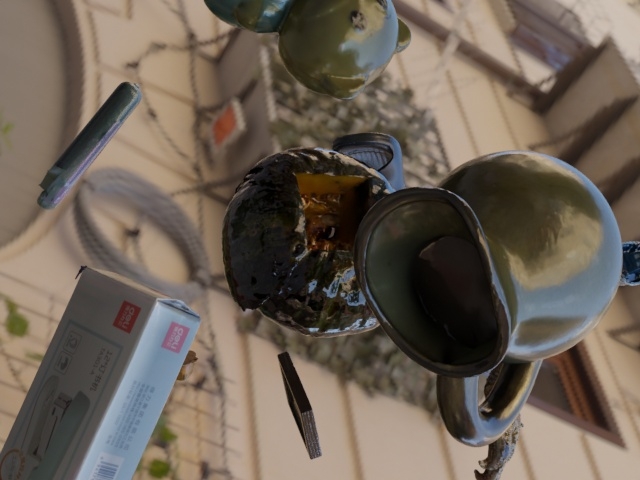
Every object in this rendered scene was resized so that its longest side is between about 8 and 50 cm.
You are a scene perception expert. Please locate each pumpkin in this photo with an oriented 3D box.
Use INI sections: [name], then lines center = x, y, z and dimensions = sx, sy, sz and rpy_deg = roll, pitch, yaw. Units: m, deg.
[pumpkin]
center = 0.000, 0.000, 1.919
dimensions = 0.192, 0.320, 0.320
rpy_deg = 122, -21, -52

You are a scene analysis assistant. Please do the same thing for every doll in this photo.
[doll]
center = -0.017, -0.302, 1.636
dimensions = 0.177, 0.261, 0.161
rpy_deg = -48, 172, -38

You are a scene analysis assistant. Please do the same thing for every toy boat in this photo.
[toy boat]
center = 0.418, 0.029, 1.660
dimensions = 0.061, 0.137, 0.060
rpy_deg = -27, -105, 42

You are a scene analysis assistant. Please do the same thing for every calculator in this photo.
[calculator]
center = -0.354, -0.149, 1.909
dimensions = 0.246, 0.045, 0.141
rpy_deg = -56, -169, -19

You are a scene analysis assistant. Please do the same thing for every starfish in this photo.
[starfish]
center = 0.236, 0.195, 1.626
dimensions = 0.216, 0.071, 0.238
rpy_deg = 86, 7, -50

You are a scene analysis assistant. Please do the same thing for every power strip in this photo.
[power strip]
center = -0.259, 0.164, 1.761
dimensions = 0.049, 0.178, 0.028
rpy_deg = -54, 152, -64

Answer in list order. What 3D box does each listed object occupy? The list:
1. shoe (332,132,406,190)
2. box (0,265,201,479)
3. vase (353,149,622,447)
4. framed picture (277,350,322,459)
[shoe]
center = 0.090, -0.095, 2.076
dimensions = 0.108, 0.241, 0.093
rpy_deg = -6, -113, 13
[box]
center = -0.242, 0.169, 1.330
dimensions = 0.135, 0.079, 0.269
rpy_deg = 20, -96, 41
[vase]
center = 0.188, 0.075, 1.381
dimensions = 0.241, 0.302, 0.329
rpy_deg = 9, -70, 33
[framed picture]
center = -0.036, 0.289, 2.172
dimensions = 0.168, 0.023, 0.128
rpy_deg = 81, -14, -53
